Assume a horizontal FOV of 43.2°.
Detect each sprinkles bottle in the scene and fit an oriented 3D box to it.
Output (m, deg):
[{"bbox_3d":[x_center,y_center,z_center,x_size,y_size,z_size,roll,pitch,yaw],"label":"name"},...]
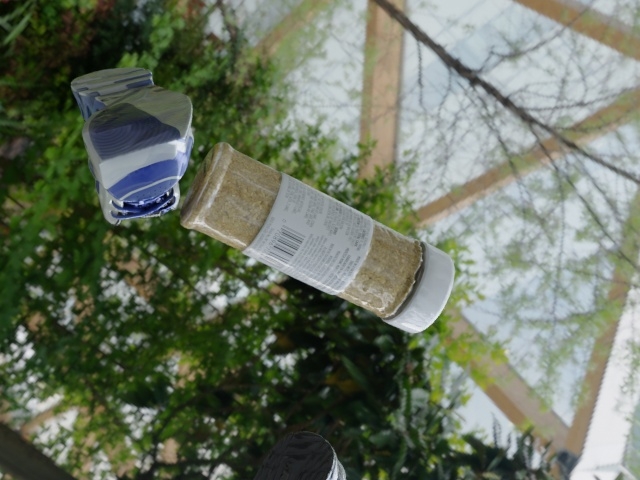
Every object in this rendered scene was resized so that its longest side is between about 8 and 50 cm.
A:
[{"bbox_3d":[0.000,0.000,1.056,0.121,0.355,0.121,-54,-161,29],"label":"sprinkles bottle"}]

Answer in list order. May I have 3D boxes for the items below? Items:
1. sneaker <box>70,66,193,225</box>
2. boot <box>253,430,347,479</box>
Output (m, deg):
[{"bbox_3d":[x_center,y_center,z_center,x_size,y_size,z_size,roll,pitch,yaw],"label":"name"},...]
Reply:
[{"bbox_3d":[-0.216,-0.092,0.991,0.127,0.182,0.315,-17,-151,-14],"label":"sneaker"},{"bbox_3d":[-0.059,0.414,0.976,0.118,0.223,0.338,30,-114,38],"label":"boot"}]
